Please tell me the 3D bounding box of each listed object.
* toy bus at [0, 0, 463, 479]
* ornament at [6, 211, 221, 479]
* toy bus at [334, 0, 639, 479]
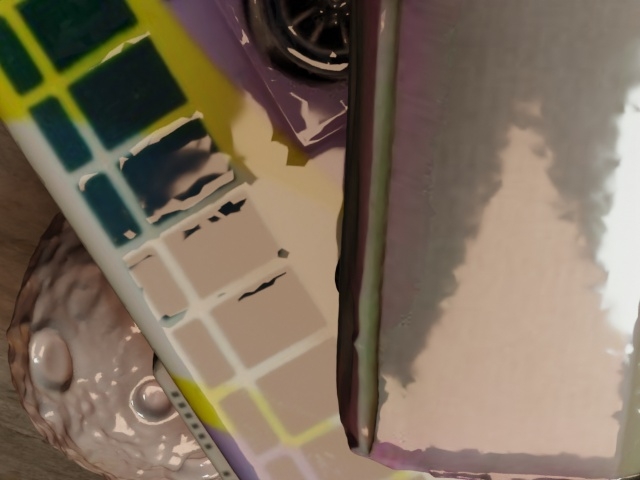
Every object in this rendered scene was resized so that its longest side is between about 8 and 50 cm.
[{"bbox_3d":[0.000,0.000,0.675,0.249,0.209,0.440,-29,104,9],"label":"toy bus"},{"bbox_3d":[-0.114,0.073,0.894,0.225,0.259,0.259,20,139,5],"label":"ornament"},{"bbox_3d":[0.093,-0.090,0.458,0.171,0.162,0.387,2,105,2],"label":"toy bus"}]
